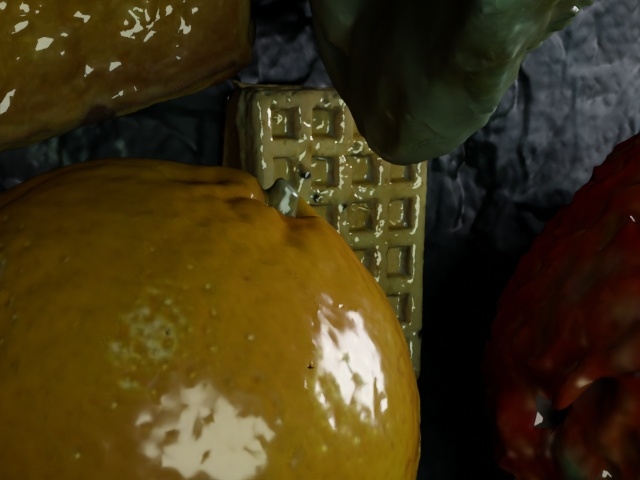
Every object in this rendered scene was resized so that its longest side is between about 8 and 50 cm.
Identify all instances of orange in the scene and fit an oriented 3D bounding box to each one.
[{"bbox_3d":[-0.066,0.065,0.775,0.219,0.219,0.193,39,70,-32],"label":"orange"}]

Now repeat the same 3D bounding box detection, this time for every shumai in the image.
[{"bbox_3d":[0.025,-0.219,0.777,0.263,0.309,0.304,38,80,-6],"label":"shumai"}]

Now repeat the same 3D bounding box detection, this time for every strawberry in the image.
[{"bbox_3d":[0.230,0.084,0.963,0.351,0.267,0.312,-33,112,-50],"label":"strawberry"}]

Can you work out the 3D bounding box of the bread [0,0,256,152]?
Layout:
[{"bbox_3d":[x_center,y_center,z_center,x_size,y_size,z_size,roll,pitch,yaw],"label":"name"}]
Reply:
[{"bbox_3d":[-0.134,-0.148,0.759,0.210,0.099,0.235,-21,121,-26],"label":"bread"}]

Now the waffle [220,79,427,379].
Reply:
[{"bbox_3d":[0.001,0.000,0.909,0.102,0.042,0.148,-4,102,-32],"label":"waffle"}]
